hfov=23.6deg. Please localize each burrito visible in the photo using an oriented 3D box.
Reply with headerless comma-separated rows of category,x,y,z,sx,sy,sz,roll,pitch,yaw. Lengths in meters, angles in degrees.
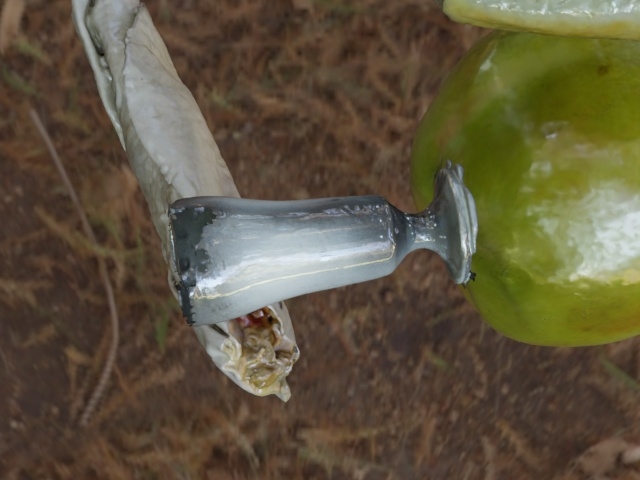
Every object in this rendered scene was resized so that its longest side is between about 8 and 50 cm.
burrito,-0.113,-0.054,1.185,0.076,0.117,0.392,-25,62,0

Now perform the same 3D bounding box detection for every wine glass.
wine glass,0.000,0.000,0.805,0.155,0.072,0.072,-8,70,-7

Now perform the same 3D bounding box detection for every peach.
peach,0.244,-0.052,1.376,0.316,0.314,0.281,-11,55,-1

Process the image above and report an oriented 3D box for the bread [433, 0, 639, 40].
bread,0.156,-0.306,1.206,0.264,0.239,0.395,-17,89,20
